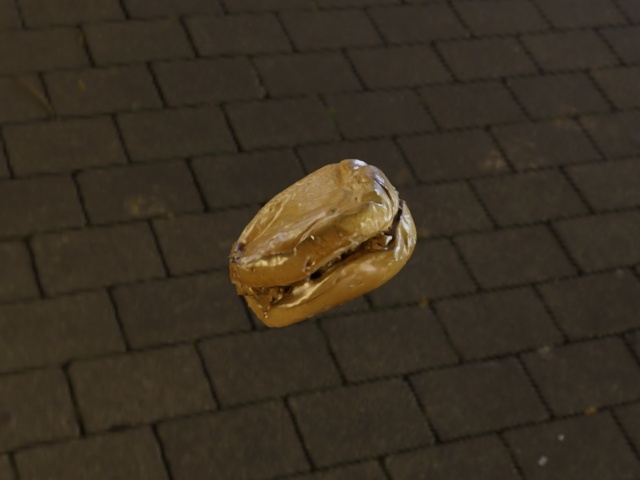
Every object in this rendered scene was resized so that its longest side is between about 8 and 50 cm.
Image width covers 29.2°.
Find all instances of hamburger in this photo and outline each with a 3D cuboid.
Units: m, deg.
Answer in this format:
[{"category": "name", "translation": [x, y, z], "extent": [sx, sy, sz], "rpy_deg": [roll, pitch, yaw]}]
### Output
[{"category": "hamburger", "translation": [0.002, -0.001, 1.294], "extent": [0.214, 0.214, 0.108], "rpy_deg": [-40, 109, -39]}]
